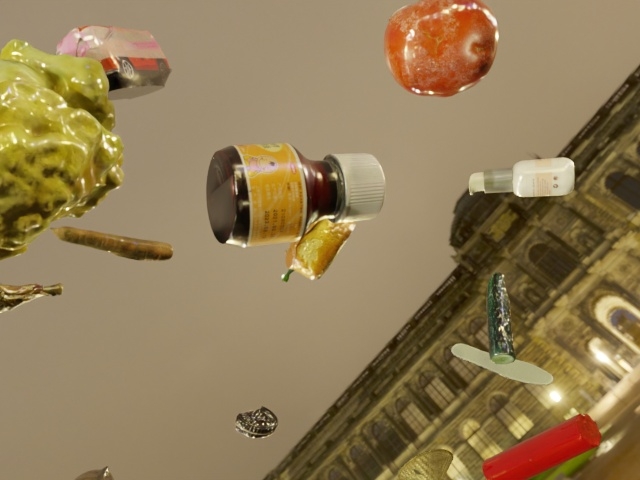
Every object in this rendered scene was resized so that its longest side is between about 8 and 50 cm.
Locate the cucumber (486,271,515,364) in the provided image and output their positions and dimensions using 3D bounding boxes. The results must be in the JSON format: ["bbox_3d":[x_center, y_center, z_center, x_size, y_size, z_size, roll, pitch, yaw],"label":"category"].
[{"bbox_3d":[0.237,0.097,0.670,0.032,0.133,0.032,6,-37,5],"label":"cucumber"}]

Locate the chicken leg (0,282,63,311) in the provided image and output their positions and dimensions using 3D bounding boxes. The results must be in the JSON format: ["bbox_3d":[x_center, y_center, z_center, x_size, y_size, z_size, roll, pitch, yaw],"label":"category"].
[{"bbox_3d":[-0.661,0.118,1.102,0.178,0.070,0.093,-5,-18,-35],"label":"chicken leg"}]

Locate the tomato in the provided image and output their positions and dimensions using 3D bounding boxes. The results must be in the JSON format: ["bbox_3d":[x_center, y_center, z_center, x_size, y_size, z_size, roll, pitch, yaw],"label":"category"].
[{"bbox_3d":[0.241,-0.387,1.023,0.232,0.232,0.188,-13,-76,-39],"label":"tomato"}]

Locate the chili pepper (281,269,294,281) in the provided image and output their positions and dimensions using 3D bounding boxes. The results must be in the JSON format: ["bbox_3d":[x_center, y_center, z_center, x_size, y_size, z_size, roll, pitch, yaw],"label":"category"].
[{"bbox_3d":[-0.106,0.109,1.758,0.091,0.030,0.034,-49,-42,-19],"label":"chili pepper"}]

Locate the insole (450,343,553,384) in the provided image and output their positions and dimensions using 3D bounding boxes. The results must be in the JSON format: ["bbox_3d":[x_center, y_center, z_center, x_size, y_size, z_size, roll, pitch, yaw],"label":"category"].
[{"bbox_3d":[0.277,0.190,0.777,0.053,0.153,0.002,-32,-50,-48],"label":"insole"}]

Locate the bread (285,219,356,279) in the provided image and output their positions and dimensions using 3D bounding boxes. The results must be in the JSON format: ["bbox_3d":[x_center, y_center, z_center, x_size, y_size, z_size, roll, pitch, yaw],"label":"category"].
[{"bbox_3d":[0.000,0.000,1.570,0.268,0.146,0.268,-53,-1,-1],"label":"bread"}]

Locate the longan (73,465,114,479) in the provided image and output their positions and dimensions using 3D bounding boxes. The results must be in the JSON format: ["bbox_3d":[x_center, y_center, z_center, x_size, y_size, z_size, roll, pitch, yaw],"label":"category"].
[{"bbox_3d":[-0.445,0.495,0.979,0.113,0.092,0.113,-60,0,0],"label":"longan"}]

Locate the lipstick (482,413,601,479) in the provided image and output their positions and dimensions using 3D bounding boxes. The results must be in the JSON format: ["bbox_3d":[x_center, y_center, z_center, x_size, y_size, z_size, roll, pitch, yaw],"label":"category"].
[{"bbox_3d":[0.451,0.446,1.049,0.073,0.073,0.279,-11,-31,-41],"label":"lipstick"}]

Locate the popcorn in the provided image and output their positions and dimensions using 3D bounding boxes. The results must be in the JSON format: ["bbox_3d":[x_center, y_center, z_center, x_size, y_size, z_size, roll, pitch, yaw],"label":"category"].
[{"bbox_3d":[-0.321,-0.091,0.520,0.255,0.256,0.194,-29,-51,6],"label":"popcorn"}]

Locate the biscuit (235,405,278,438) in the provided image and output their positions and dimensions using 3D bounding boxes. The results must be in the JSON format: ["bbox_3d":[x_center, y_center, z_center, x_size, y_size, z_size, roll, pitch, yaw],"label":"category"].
[{"bbox_3d":[-0.125,0.352,0.983,0.087,0.089,0.026,14,-79,-17],"label":"biscuit"}]

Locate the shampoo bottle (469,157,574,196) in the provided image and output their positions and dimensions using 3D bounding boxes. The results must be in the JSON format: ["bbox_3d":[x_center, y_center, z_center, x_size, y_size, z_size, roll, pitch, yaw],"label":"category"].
[{"bbox_3d":[0.399,-0.123,1.008,0.074,0.192,0.073,-1,-90,-66],"label":"shampoo bottle"}]

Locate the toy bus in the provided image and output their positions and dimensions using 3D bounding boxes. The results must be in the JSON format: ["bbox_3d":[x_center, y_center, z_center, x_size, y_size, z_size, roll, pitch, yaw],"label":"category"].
[{"bbox_3d":[-0.462,-0.398,1.143,0.128,0.147,0.302,-21,13,15],"label":"toy bus"}]

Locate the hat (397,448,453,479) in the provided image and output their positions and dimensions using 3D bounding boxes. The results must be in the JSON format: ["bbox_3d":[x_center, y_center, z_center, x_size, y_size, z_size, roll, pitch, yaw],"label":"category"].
[{"bbox_3d":[0.262,0.567,1.198,0.146,0.067,0.145,-9,-51,-11],"label":"hat"}]

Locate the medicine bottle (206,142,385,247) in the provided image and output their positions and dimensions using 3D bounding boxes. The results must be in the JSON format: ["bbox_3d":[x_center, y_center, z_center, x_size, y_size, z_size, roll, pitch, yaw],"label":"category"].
[{"bbox_3d":[-0.054,-0.116,1.200,0.396,0.242,0.242,-8,-44,-26],"label":"medicine bottle"}]

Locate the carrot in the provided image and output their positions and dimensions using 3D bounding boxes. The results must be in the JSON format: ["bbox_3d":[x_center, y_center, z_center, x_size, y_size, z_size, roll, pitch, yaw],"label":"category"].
[{"bbox_3d":[-0.598,0.012,1.462,0.343,0.070,0.070,13,-60,-34],"label":"carrot"}]
